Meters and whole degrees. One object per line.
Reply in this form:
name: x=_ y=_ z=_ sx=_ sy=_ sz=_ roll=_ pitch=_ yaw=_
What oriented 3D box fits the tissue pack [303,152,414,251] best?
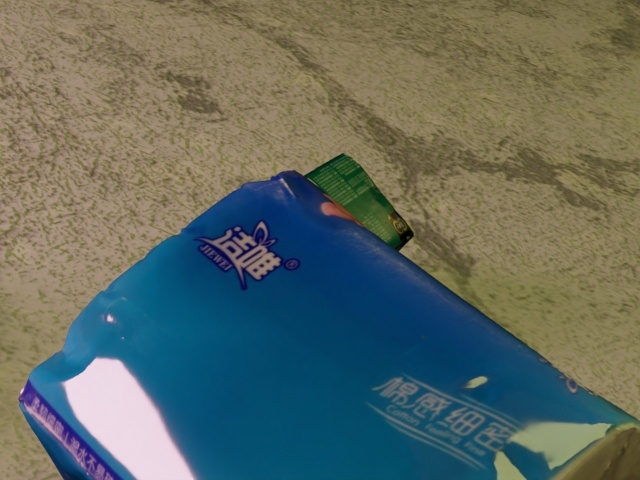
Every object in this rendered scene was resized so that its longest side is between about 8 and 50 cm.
tissue pack: x=-0.001 y=0.001 z=1.339 sx=0.085 sy=0.079 sz=0.111 roll=50 pitch=28 yaw=2

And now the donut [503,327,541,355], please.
donut: x=0.078 y=0.107 z=1.105 sx=0.141 sy=0.085 sz=0.217 roll=22 pitch=21 yaw=19

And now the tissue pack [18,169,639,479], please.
tissue pack: x=0.007 y=0.101 z=0.916 sx=0.209 sy=0.137 sz=0.270 roll=-38 pitch=45 yaw=-15
